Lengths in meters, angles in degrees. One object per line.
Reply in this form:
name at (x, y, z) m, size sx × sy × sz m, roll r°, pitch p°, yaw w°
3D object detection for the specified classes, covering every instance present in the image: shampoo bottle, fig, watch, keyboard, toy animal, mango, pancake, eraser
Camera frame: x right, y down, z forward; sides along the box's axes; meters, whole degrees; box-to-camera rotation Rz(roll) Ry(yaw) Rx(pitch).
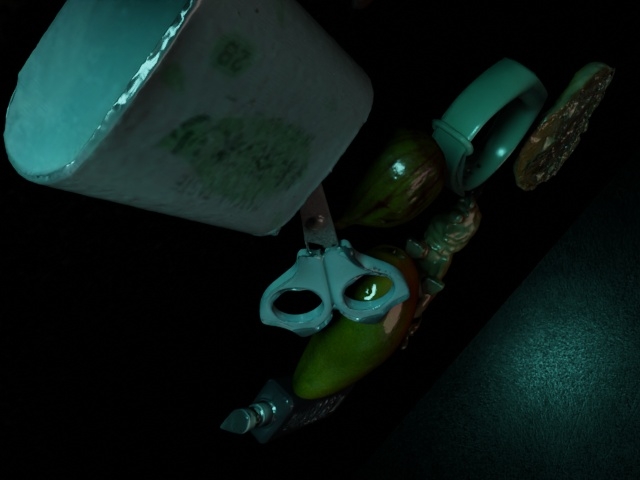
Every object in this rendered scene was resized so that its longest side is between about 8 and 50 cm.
shampoo bottle at (-0.047, 0.277, 1.015) m, size 0.098 × 0.071 × 0.310 m, roll -54°, pitch 156°, yaw 14°
fig at (0.069, -0.061, 0.672) m, size 0.155 × 0.103 × 0.109 m, roll -36°, pitch 136°, yaw 16°
watch at (0.228, -0.156, 0.841) m, size 0.195 × 0.068 × 0.237 m, roll -53°, pitch 160°, yaw 16°
keyboard at (0.251, -0.021, 1.145) m, size 0.067 × 0.011 × 0.202 m, roll -22°, pitch 145°, yaw -49°
toy animal at (0.196, 0.045, 1.057) m, size 0.158 × 0.097 × 0.312 m, roll -39°, pitch 157°, yaw -36°
mango at (0.055, 0.130, 0.900) m, size 0.289 × 0.129 × 0.146 m, roll -59°, pitch 180°, yaw 40°
pancake at (0.472, -0.218, 1.174) m, size 0.282 × 0.049 × 0.282 m, roll -38°, pitch 154°, yaw -23°
eraser at (-0.067, -0.089, 0.410) m, size 0.174 × 0.081 × 0.227 m, roll -52°, pitch 157°, yaw 11°

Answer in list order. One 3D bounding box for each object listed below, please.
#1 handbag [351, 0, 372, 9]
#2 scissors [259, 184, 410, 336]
handbag at (0.082, -0.275, 0.324) m, size 0.235 × 0.127 × 0.213 m, roll -47°, pitch 155°, yaw -7°
scissors at (0.000, 0.001, 0.658) m, size 0.191 × 0.029 × 0.360 m, roll -9°, pitch 141°, yaw 3°
